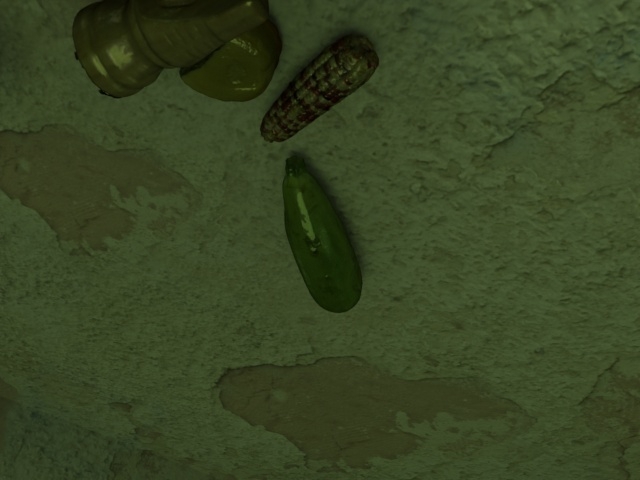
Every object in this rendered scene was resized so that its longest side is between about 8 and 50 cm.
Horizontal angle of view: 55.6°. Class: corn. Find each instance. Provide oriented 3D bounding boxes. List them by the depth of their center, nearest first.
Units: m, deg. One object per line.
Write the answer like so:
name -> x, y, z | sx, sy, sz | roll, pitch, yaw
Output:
corn -> -0.009, -0.225, 0.931 | 0.079, 0.080, 0.237 | 34, 137, -24

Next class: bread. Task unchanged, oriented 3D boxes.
bread -> -0.127, -0.267, 0.901 | 0.156, 0.086, 0.125 | -23, 135, 35

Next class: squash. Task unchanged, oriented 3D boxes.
squash -> -0.002, 0.006, 1.154 | 0.118, 0.118, 0.371 | -5, 134, 17

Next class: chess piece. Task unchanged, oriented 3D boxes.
chess piece -> -0.193, -0.299, 0.823 | 0.300, 0.137, 0.137 | -10, 135, 31
